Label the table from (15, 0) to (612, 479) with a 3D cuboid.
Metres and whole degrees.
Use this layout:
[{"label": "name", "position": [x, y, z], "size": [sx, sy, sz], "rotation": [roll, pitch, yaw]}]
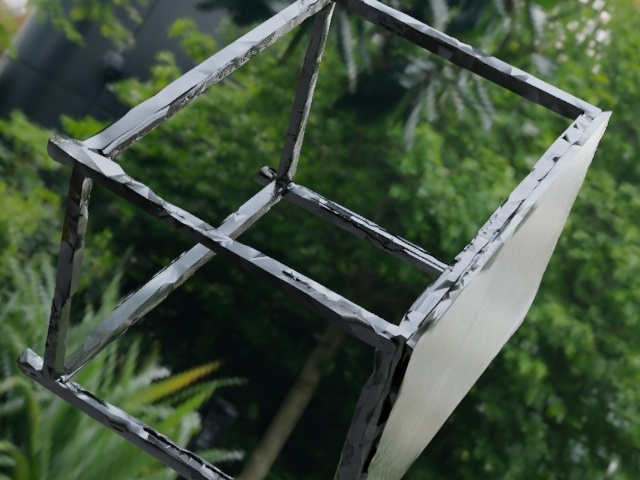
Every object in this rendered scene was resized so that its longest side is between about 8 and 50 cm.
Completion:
[{"label": "table", "position": [0.000, 0.000, 0.990], "size": [0.272, 0.335, 0.222], "rotation": [29, -50, 16]}]
